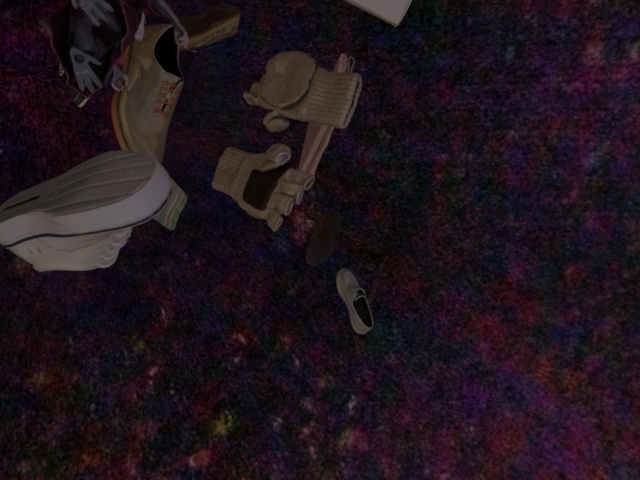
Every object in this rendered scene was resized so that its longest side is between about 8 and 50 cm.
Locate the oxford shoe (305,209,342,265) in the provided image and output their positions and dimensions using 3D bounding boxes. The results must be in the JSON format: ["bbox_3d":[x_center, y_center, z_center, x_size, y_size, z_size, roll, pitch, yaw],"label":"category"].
[{"bbox_3d":[0.000,0.000,1.500,0.076,0.076,0.212,46,49,-23],"label":"oxford shoe"}]

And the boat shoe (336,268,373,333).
[{"bbox_3d":[0.122,0.193,1.595,0.079,0.081,0.228,-11,75,-30],"label":"boat shoe"}]

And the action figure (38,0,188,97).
[{"bbox_3d":[-0.447,-0.453,0.993,0.248,0.370,0.276,-30,124,18],"label":"action figure"}]

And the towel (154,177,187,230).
[{"bbox_3d":[-0.390,-0.094,1.254,0.152,0.023,0.113,74,37,-74],"label":"towel"}]

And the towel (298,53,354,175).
[{"bbox_3d":[0.013,-0.370,1.492,0.053,0.332,0.317,20,135,-11],"label":"towel"}]

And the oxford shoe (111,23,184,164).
[{"bbox_3d":[-0.429,-0.368,1.230,0.140,0.146,0.397,5,81,-64],"label":"oxford shoe"}]

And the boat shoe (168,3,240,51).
[{"bbox_3d":[-0.358,-0.630,1.471,0.285,0.104,0.089,-36,159,-29],"label":"boat shoe"}]

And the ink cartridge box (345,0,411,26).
[{"bbox_3d":[-0.031,-0.378,0.538,0.306,0.226,0.131,21,118,-13],"label":"ink cartridge box"}]

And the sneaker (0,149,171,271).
[{"bbox_3d":[-0.228,-0.021,0.484,0.091,0.258,0.094,53,45,-37],"label":"sneaker"}]

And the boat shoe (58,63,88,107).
[{"bbox_3d":[-0.696,-0.495,1.385,0.079,0.095,0.255,33,44,-53],"label":"boat shoe"}]

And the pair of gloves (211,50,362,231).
[{"bbox_3d":[-0.063,-0.150,0.681,0.042,0.204,0.240,17,103,-50],"label":"pair of gloves"}]
